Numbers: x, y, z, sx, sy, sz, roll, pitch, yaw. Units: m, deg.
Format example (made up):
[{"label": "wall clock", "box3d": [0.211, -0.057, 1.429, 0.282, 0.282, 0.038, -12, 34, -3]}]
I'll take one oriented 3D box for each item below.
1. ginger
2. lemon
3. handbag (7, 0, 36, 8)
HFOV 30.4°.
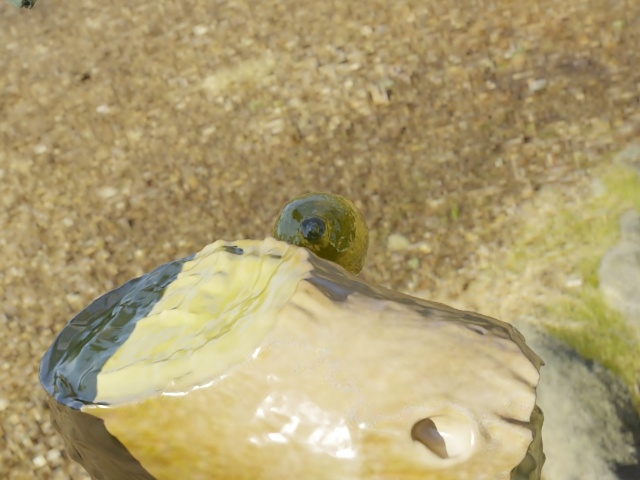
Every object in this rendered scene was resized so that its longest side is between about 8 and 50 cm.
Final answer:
[{"label": "ginger", "box3d": [-0.006, 0.098, 0.572, 0.276, 0.221, 0.130, -13, 38, 51]}, {"label": "lemon", "box3d": [0.000, 0.000, 0.726, 0.062, 0.062, 0.083, -18, -11, 2]}, {"label": "handbag", "box3d": [-0.240, -0.226, 0.663, 0.079, 0.260, 0.247, -59, 15, 14]}]
